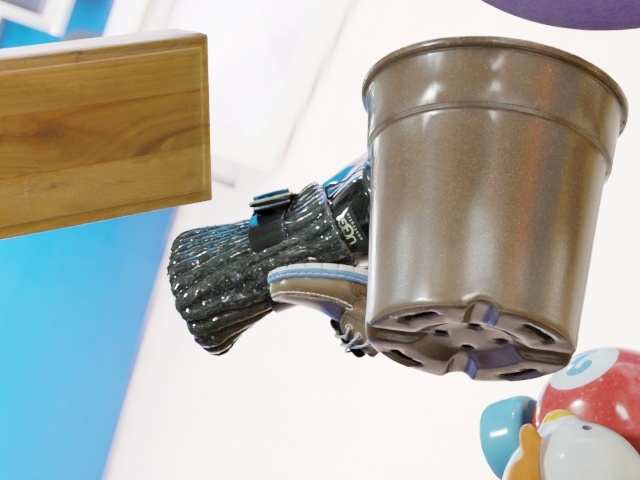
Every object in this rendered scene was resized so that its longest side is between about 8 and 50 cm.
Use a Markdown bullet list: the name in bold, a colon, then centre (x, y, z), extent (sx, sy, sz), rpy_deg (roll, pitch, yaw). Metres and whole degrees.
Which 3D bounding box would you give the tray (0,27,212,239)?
- **tray**: centre (-0.306, -0.117, 2.092), extent (0.076, 0.411, 0.203), rpy_deg (15, 111, 47)

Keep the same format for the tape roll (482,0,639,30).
- **tape roll**: centre (0.194, -0.269, 1.259), extent (0.275, 0.274, 0.090), rpy_deg (128, 157, -49)

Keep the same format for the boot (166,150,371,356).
- **boot**: centre (-0.002, -0.004, 1.847), extent (0.260, 0.131, 0.348), rpy_deg (-28, -4, 13)

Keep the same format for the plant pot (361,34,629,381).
- **plant pot**: centre (0.097, -0.012, 1.114), extent (0.167, 0.167, 0.165), rpy_deg (138, 144, -59)

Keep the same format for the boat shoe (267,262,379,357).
- **boat shoe**: centre (0.043, 0.063, 1.538), extent (0.066, 0.183, 0.066), rpy_deg (132, 147, -74)

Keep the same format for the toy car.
- **toy car**: centre (0.202, 0.173, 1.399), extent (0.219, 0.238, 0.210), rpy_deg (-20, 70, 28)
